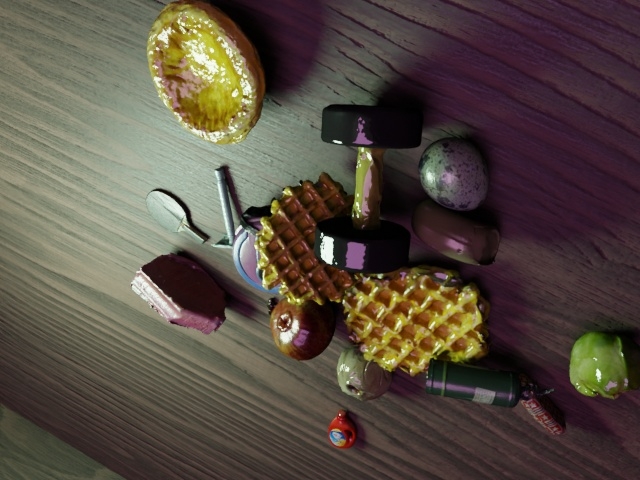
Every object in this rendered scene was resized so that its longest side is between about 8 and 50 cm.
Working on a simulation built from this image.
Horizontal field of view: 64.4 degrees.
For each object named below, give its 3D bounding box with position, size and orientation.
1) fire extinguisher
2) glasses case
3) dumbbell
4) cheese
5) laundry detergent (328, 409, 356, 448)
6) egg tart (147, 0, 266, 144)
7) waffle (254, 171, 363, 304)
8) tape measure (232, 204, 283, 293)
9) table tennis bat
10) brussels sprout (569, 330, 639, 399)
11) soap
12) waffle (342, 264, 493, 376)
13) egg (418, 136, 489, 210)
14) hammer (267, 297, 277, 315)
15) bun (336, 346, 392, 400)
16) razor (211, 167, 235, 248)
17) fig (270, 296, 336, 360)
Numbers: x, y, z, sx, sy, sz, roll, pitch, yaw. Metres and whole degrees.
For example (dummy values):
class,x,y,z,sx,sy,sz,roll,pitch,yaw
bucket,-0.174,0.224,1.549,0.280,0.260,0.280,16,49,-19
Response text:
class,x,y,z,sx,sy,sz,roll,pitch,yaw
fire extinguisher,0.414,0.360,1.266,0.295,0.093,0.118,6,141,12
glasses case,0.564,0.431,1.322,0.049,0.073,0.194,-37,100,32
dumbbell,0.095,-0.112,1.045,0.204,0.204,0.322,9,107,21
cheese,0.283,-0.025,1.102,0.203,0.175,0.091,34,110,36
laundry detergent,0.076,0.638,1.727,0.098,0.049,0.165,11,125,11
egg tart,-0.238,-0.373,1.134,0.319,0.128,0.318,15,127,20
waffle,-0.003,0.011,1.195,0.329,0.329,0.062,54,171,-15
tape measure,-0.101,0.020,1.331,0.246,0.149,0.231,8,122,13
table tennis bat,-0.429,-0.064,1.511,0.220,0.019,0.130,39,132,-1
brussels sprout,0.640,0.276,1.139,0.132,0.145,0.183,0,169,-1
soap,-0.414,0.170,1.563,0.289,0.182,0.112,45,128,-1
waffle,0.247,0.214,1.322,0.383,0.095,0.379,1,123,22
egg,0.276,-0.131,1.041,0.132,0.132,0.172,-22,122,36
hammer,-0.079,0.223,1.537,0.179,0.021,0.065,17,128,12
bun,0.121,0.402,1.497,0.173,0.113,0.166,35,130,-3
razor,-0.260,-0.085,1.391,0.106,0.068,0.231,4,119,23
fig,-0.041,0.243,1.430,0.205,0.205,0.205,13,127,18
